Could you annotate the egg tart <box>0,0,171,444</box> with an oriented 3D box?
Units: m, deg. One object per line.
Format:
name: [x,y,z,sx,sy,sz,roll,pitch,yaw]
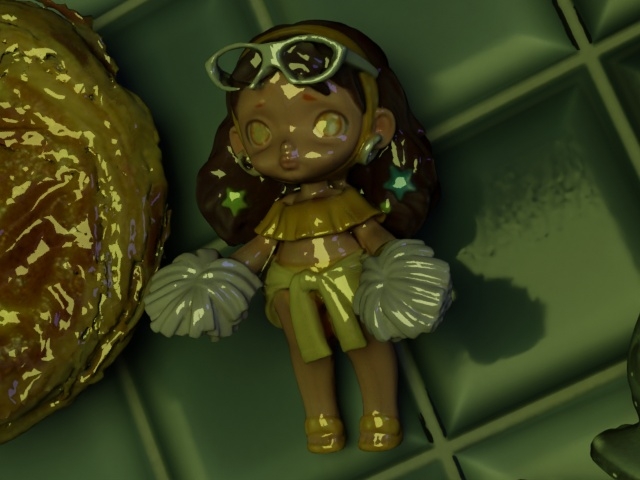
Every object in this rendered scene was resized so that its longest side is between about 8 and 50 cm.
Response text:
egg tart: [-0.221,-0.010,1.026,0.297,0.132,0.297,-2,75,7]

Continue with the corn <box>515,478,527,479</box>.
corn: [0.072,0.263,0.794,0.126,0.127,0.335,1,46,21]

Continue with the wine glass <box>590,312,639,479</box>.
wine glass: [0.217,0.042,0.845,0.111,0.111,0.204,27,99,22]

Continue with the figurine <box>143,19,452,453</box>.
figurine: [0.000,-0.002,0.936,0.174,0.116,0.240,-5,87,23]
